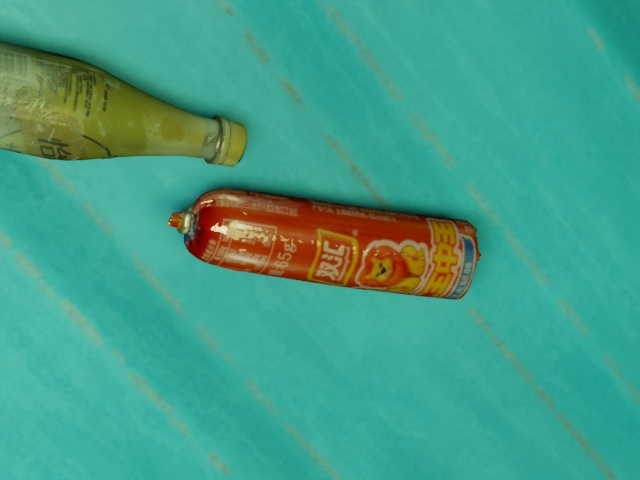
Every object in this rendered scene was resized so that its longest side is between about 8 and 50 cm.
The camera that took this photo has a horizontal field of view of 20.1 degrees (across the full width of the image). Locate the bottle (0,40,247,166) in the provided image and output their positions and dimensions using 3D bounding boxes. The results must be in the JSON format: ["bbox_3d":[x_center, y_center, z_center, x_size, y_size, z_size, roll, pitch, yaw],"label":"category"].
[{"bbox_3d":[-0.185,-0.099,1.421,0.270,0.083,0.083,12,104,-28],"label":"bottle"}]

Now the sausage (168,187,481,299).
[{"bbox_3d":[0.000,0.000,1.525,0.274,0.074,0.074,9,105,-21],"label":"sausage"}]
